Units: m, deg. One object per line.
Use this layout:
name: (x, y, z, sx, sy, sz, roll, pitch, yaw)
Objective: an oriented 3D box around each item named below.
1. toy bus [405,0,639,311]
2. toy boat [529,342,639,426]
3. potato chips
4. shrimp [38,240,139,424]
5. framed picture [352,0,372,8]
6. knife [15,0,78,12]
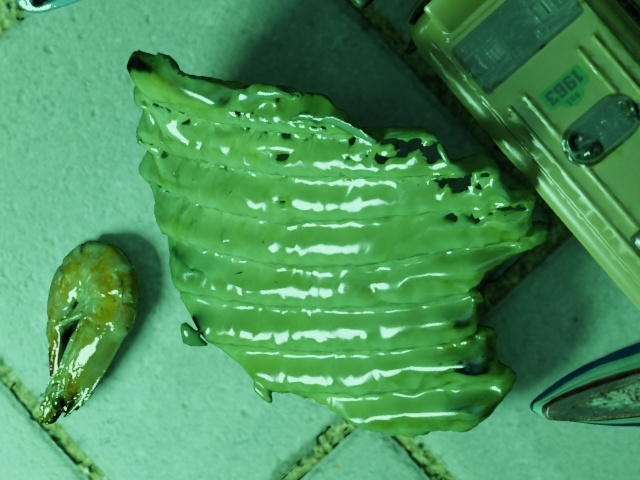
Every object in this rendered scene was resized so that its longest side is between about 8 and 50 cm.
toy bus: (0.235, -0.102, 1.438, 0.177, 0.202, 0.365, -42, 86, 15)
toy boat: (0.294, 0.127, 1.534, 0.229, 0.046, 0.080, -12, 97, 12)
potato chips: (-0.008, -0.003, 1.503, 0.389, 0.097, 0.373, 21, 137, 18)
shrimp: (-0.226, 0.090, 1.648, 0.101, 0.042, 0.190, 29, 103, 29)
framed picture: (0.061, -0.372, 1.466, 0.232, 0.024, 0.315, 43, 76, 4)
knife: (-0.137, -0.267, 1.595, 0.313, 0.019, 0.044, -21, 100, 14)
